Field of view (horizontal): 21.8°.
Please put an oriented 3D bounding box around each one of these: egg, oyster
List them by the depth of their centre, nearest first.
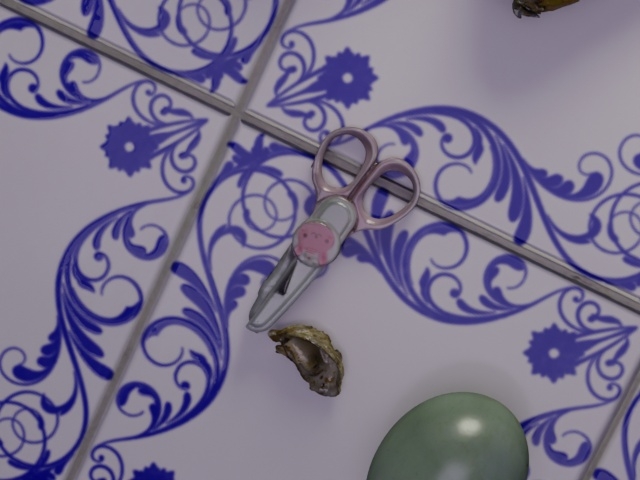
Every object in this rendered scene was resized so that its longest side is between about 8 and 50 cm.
[{"bbox_3d":[0.128,0.242,1.700,0.149,0.149,0.192,38,101,1],"label":"egg"},{"bbox_3d":[-0.011,0.125,1.769,0.081,0.038,0.083,3,124,17],"label":"oyster"}]

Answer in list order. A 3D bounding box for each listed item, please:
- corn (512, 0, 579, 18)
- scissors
[{"bbox_3d":[0.302,-0.323,1.621,0.318,0.115,0.115,-30,93,9],"label":"corn"},{"bbox_3d":[0.000,0.000,1.743,0.118,0.030,0.242,36,97,1],"label":"scissors"}]
